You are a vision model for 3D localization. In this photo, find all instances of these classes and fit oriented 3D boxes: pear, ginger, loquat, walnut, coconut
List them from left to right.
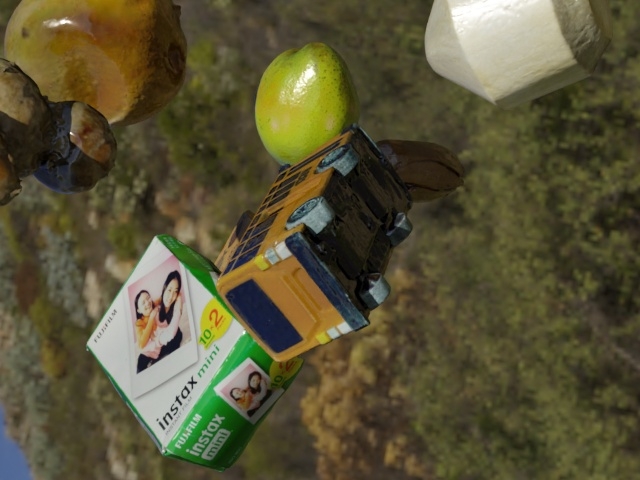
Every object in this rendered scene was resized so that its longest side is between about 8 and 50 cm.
[{"bbox_3d":[-0.454,-0.133,1.726,0.375,0.256,0.176,-28,-30,-59],"label":"ginger"},{"bbox_3d":[-0.358,-0.315,2.113,0.276,0.283,0.276,-14,-90,-79],"label":"loquat"},{"bbox_3d":[-0.022,-0.237,2.224,0.187,0.187,0.220,-72,-14,-52],"label":"pear"},{"bbox_3d":[0.190,-0.145,2.679,0.137,0.245,0.137,-18,69,59],"label":"walnut"},{"bbox_3d":[0.229,-0.263,1.568,0.202,0.222,0.202,48,-148,-45],"label":"coconut"}]

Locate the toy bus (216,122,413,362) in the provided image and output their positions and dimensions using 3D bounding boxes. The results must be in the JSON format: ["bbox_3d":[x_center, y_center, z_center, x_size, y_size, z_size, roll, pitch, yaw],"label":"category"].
[{"bbox_3d":[0.000,0.000,1.065,0.098,0.114,0.201,52,-150,-17],"label":"toy bus"}]

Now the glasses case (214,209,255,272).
[{"bbox_3d":[-0.148,0.034,2.324,0.170,0.064,0.041,-59,-13,19],"label":"glasses case"}]

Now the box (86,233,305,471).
[{"bbox_3d":[-0.141,0.121,1.445,0.180,0.103,0.250,-57,40,6],"label":"box"}]
